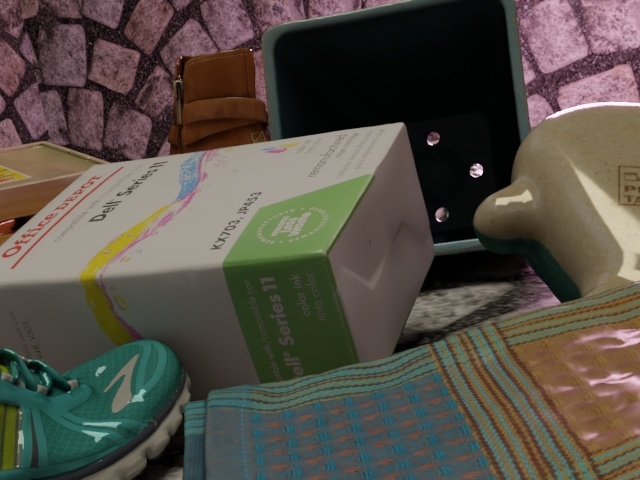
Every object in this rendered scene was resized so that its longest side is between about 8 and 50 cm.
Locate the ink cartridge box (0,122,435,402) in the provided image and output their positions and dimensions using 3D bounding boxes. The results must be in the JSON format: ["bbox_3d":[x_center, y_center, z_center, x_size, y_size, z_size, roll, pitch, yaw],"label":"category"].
[{"bbox_3d":[-0.114,0.023,0.761,0.353,0.119,0.207,-6,27,23],"label":"ink cartridge box"}]

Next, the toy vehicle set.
[{"bbox_3d":[-0.386,-0.062,1.165,0.267,0.035,0.166,-17,26,-42],"label":"toy vehicle set"}]

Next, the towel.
[{"bbox_3d":[0.117,0.073,0.418,0.370,0.040,0.271,-17,14,-2],"label":"towel"}]

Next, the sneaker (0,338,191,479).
[{"bbox_3d":[-0.180,0.099,0.549,0.107,0.110,0.275,-3,10,41],"label":"sneaker"}]

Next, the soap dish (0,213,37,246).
[{"bbox_3d":[-0.311,0.031,1.131,0.229,0.118,0.291,-8,8,16],"label":"soap dish"}]

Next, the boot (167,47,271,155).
[{"bbox_3d":[-0.126,-0.067,0.986,0.109,0.220,0.283,-14,9,-28],"label":"boot"}]

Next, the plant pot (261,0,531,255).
[{"bbox_3d":[0.102,-0.090,1.069,0.247,0.247,0.252,-8,-8,14],"label":"plant pot"}]

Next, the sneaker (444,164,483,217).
[{"bbox_3d":[0.194,-0.077,1.377,0.071,0.083,0.191,-9,10,-4],"label":"sneaker"}]

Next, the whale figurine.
[{"bbox_3d":[0.207,0.016,0.670,0.216,0.141,0.272,5,35,11],"label":"whale figurine"}]
